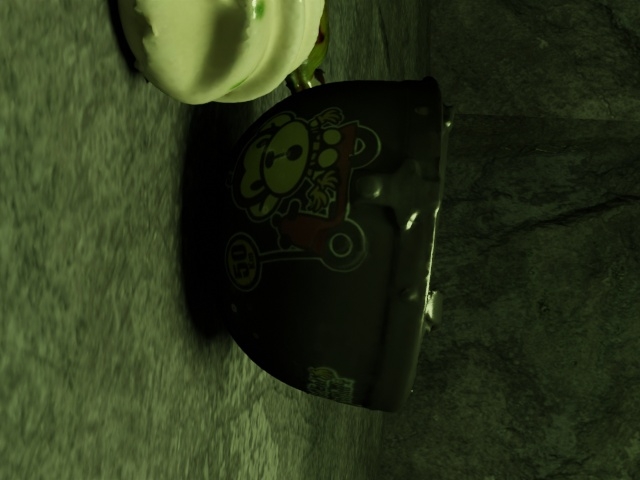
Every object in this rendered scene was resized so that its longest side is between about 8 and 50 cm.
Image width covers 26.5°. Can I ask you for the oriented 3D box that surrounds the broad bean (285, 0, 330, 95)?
[{"bbox_3d":[-0.025,-0.231,1.023,0.077,0.061,0.339,-88,177,-55],"label":"broad bean"}]

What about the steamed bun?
[{"bbox_3d":[-0.047,-0.165,0.746,0.183,0.106,0.183,5,90,-83],"label":"steamed bun"}]

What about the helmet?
[{"bbox_3d":[0.000,0.000,0.951,0.279,0.160,0.230,116,-19,-72],"label":"helmet"}]
